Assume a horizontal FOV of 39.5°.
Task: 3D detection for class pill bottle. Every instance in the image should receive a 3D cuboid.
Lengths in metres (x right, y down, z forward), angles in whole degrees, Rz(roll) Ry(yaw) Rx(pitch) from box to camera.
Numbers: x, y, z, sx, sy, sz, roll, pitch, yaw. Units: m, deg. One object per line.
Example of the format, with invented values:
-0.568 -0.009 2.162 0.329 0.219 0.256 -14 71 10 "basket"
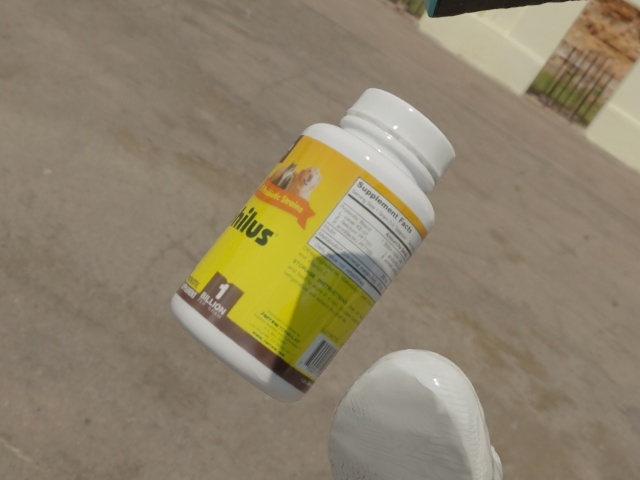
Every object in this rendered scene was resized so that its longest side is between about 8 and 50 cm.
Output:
0.000 0.000 0.635 0.117 0.215 0.117 37 -6 5 "pill bottle"

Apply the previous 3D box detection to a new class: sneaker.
0.063 0.117 0.467 0.080 0.212 0.094 16 47 27 "sneaker"

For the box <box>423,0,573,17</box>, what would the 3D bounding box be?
0.098 -0.179 0.298 0.100 0.244 0.060 -8 67 -8 "box"
